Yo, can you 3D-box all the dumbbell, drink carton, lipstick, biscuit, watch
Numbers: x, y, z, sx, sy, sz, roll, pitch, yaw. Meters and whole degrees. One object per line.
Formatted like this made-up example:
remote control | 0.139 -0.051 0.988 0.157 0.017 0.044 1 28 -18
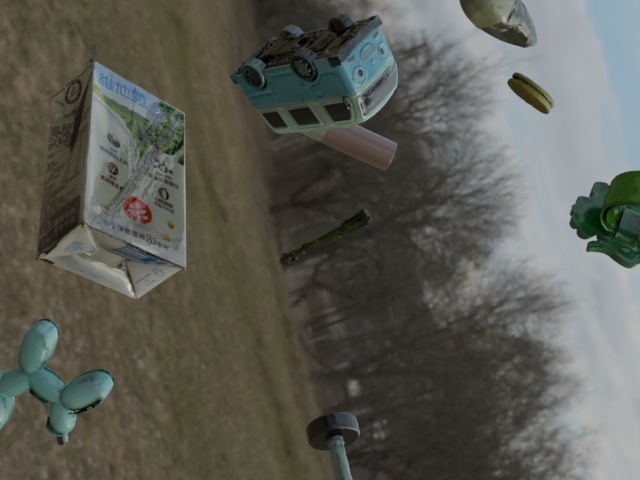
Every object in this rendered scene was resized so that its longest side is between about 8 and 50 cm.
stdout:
dumbbell | 0.038 0.419 1.965 0.100 0.100 0.191 68 6 -55
drink carton | -0.318 -0.090 1.652 0.194 0.132 0.324 29 43 -39
lipstick | 0.042 -0.238 2.387 0.070 0.254 0.070 -156 -90 -81
biscuit | 0.333 -0.233 1.690 0.084 0.023 0.084 39 2 -2
watch | 0.497 -0.043 1.709 0.165 0.131 0.152 28 -25 2

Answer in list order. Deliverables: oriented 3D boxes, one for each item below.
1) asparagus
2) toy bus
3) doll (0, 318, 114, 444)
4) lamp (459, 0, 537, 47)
asparagus | 0.000 0.000 1.663 0.233 0.023 0.022 -28 -111 47
toy bus | 0.002 -0.264 1.756 0.271 0.133 0.164 0 -50 49
doll | -0.348 0.174 1.271 0.159 0.158 0.059 38 15 -8
lamp | 0.344 -0.452 2.097 0.250 0.101 0.101 32 27 -38
